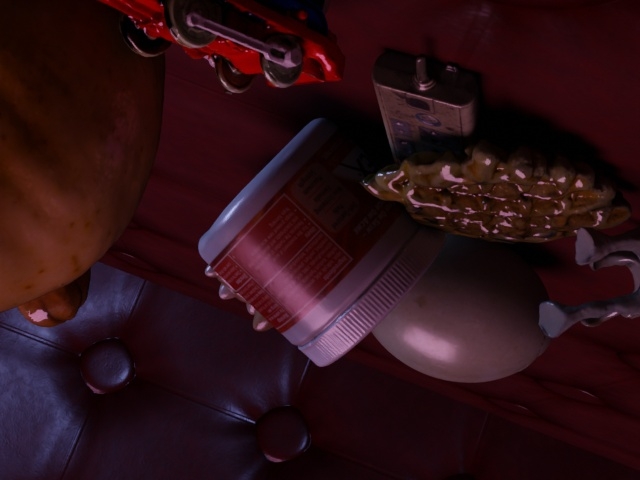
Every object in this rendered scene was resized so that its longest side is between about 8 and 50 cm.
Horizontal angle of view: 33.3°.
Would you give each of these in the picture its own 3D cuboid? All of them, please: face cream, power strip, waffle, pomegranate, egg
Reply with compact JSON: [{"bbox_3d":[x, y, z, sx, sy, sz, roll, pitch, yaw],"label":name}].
[{"bbox_3d":[0.000,0.000,1.131,0.187,0.201,0.201,44,165,-3],"label":"face cream"},{"bbox_3d":[0.102,-0.110,0.981,0.092,0.034,0.268,18,167,14],"label":"power strip"},{"bbox_3d":[0.172,-0.038,1.015,0.223,0.054,0.204,18,159,-36],"label":"waffle"},{"bbox_3d":[-0.294,-0.095,0.858,0.410,0.410,0.410,20,167,5],"label":"pomegranate"},{"bbox_3d":[0.162,0.077,1.314,0.253,0.186,0.186,19,167,0],"label":"egg"}]

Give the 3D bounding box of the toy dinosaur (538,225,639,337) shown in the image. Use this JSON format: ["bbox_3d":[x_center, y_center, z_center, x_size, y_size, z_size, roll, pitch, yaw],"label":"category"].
[{"bbox_3d":[0.317,0.024,0.989,0.205,0.092,0.393,-5,162,-17],"label":"toy dinosaur"}]

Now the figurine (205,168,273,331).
[{"bbox_3d":[-0.057,0.034,1.365,0.177,0.173,0.247,8,-144,-20],"label":"figurine"}]

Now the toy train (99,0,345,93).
[{"bbox_3d":[-0.072,-0.185,0.769,0.083,0.131,0.204,1,168,44],"label":"toy train"}]
